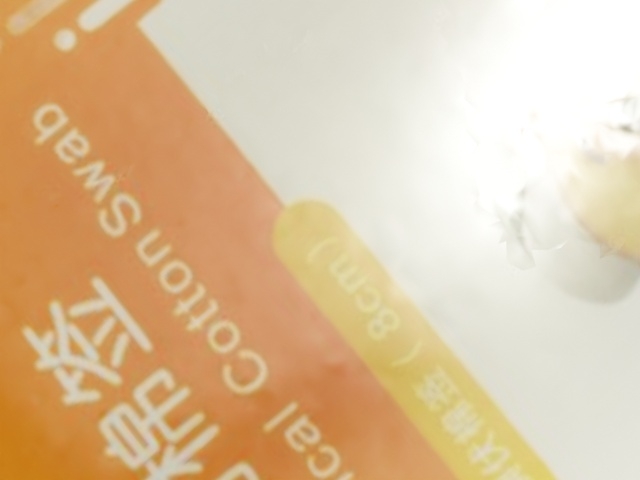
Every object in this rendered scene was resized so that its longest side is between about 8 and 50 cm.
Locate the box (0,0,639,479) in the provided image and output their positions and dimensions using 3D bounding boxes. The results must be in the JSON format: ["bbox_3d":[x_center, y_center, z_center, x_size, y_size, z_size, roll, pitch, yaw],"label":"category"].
[{"bbox_3d":[0.000,0.000,0.407,0.225,0.341,0.143,51,-1,6],"label":"box"}]
